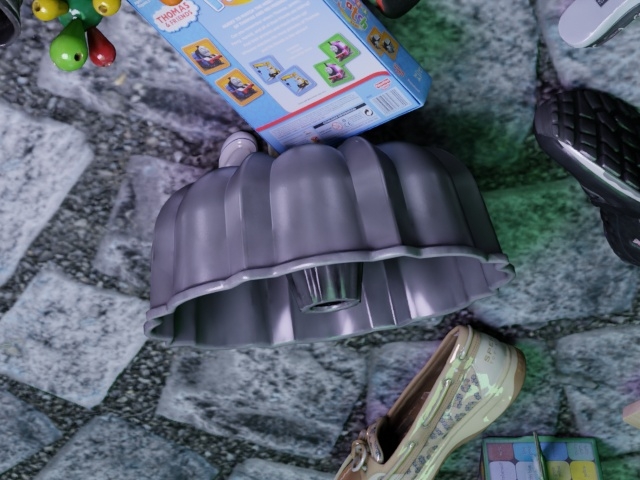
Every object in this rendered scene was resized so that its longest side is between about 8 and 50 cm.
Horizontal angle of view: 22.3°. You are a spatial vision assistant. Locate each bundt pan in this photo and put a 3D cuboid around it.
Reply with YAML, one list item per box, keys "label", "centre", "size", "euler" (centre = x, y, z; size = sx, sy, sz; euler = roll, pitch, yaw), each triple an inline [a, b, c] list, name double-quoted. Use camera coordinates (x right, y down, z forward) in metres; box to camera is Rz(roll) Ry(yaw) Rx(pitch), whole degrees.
- label: "bundt pan"
  centre: [0.000, 0.000, 1.424]
  size: [0.330, 0.124, 0.331]
  euler: [-8, 167, -2]

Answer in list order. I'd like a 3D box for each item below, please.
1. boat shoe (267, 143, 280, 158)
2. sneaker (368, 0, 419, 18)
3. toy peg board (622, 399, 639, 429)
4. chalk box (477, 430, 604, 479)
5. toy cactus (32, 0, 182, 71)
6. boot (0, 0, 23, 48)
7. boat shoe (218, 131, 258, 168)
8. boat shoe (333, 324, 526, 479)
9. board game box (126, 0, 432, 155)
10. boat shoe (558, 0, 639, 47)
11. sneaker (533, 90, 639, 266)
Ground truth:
- label: "boat shoe"
  centre: [0.001, -0.117, 1.433]
  size: [0.056, 0.048, 0.153]
  euler: [27, 128, -23]
- label: "sneaker"
  centre: [0.011, -0.278, 1.263]
  size: [0.090, 0.145, 0.270]
  euler: [-50, 159, -2]
- label: "toy peg board"
  centre: [0.429, 0.158, 1.691]
  size: [0.161, 0.079, 0.160]
  euler: [27, 143, -23]
- label: "chalk box"
  centre: [0.241, 0.298, 1.768]
  size: [0.132, 0.132, 0.213]
  euler: [1, 134, -1]
- label: "toy cactus"
  centre: [-0.166, -0.231, 1.268]
  size: [0.112, 0.219, 0.180]
  euler: [4, 173, -11]
- label: "boot"
  centre: [-0.284, -0.271, 1.200]
  size: [0.083, 0.161, 0.246]
  euler: [-25, 120, 22]
- label: "boat shoe"
  centre: [-0.082, -0.055, 1.499]
  size: [0.035, 0.035, 0.100]
  euler: [15, 132, -15]
- label: "boat shoe"
  centre: [0.093, 0.194, 1.699]
  size: [0.089, 0.104, 0.285]
  euler: [32, 115, -21]
- label: "board game box"
  centre: [-0.035, -0.165, 1.326]
  size: [0.160, 0.039, 0.211]
  euler: [-21, 124, 42]
- label: "boat shoe"
  centre: [0.261, -0.212, 1.356]
  size: [0.142, 0.049, 0.040]
  euler: [-39, 156, 28]
- label: "sneaker"
  centre: [0.289, -0.028, 1.487]
  size: [0.283, 0.107, 0.124]
  euler: [26, 133, -23]
